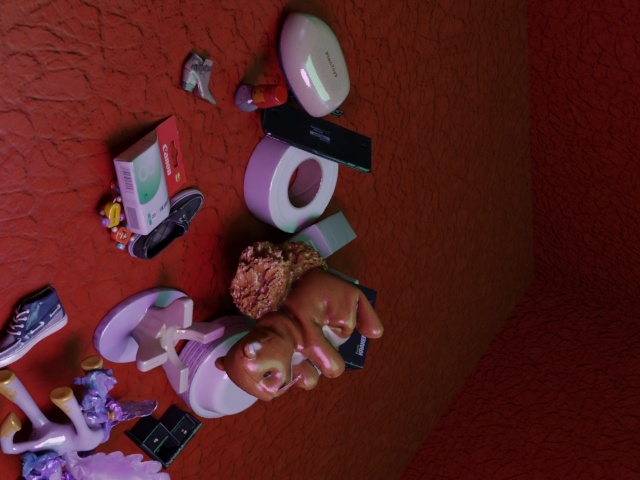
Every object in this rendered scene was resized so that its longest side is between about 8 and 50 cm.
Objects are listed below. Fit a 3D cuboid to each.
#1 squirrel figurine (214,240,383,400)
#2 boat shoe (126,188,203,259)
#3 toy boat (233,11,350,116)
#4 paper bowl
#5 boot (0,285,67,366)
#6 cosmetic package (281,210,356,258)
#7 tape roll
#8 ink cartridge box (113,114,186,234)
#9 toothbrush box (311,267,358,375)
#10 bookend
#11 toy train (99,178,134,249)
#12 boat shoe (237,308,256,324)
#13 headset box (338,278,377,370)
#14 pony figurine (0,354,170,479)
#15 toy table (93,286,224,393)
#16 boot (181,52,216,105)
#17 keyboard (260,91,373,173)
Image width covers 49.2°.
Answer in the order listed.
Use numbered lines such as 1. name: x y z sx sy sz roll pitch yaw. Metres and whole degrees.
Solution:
1. squirrel figurine: -0.105 0.197 1.747 0.370 0.281 0.397 -27 91 -35
2. boat shoe: -0.344 -0.035 1.627 0.228 0.076 0.080 -42 140 -32
3. toy boat: -0.071 -0.410 1.726 0.318 0.148 0.267 -43 123 -37
4. paper bowl: -0.248 0.359 1.913 0.284 0.148 0.284 -28 136 -31
5. boot: -0.606 0.172 1.413 0.190 0.069 0.086 -42 134 -44
6. cosmetic package: 0.000 0.000 2.004 0.127 0.107 0.238 -31 -177 21
7. tape roll: -0.075 -0.169 1.898 0.286 0.100 0.286 -31 133 -40
8. ink cartridge box: -0.349 -0.146 1.524 0.224 0.056 0.181 -51 147 -47
9. toothbrush box: 0.004 0.269 2.257 0.295 0.126 0.216 -46 141 -30
10. bookend: -0.415 0.502 1.866 0.157 0.072 0.156 -49 143 -24
11. toy train: -0.432 -0.069 1.518 0.166 0.046 0.125 -69 162 -4
12. boat shoe: -0.181 0.225 2.039 0.206 0.075 0.065 54 41 -53
13. headset box: -0.002 0.226 2.053 0.283 0.131 0.246 22 66 -22
14. pony figurine: -0.526 0.426 1.534 0.351 0.303 0.363 -8 126 -16
15. toy table: -0.377 0.228 1.672 0.274 0.161 0.252 -33 135 -41
16. boot: -0.263 -0.363 1.571 0.118 0.042 0.087 22 89 -57
17. keyboard: -0.005 -0.294 1.818 0.317 0.033 0.201 19 54 -21
